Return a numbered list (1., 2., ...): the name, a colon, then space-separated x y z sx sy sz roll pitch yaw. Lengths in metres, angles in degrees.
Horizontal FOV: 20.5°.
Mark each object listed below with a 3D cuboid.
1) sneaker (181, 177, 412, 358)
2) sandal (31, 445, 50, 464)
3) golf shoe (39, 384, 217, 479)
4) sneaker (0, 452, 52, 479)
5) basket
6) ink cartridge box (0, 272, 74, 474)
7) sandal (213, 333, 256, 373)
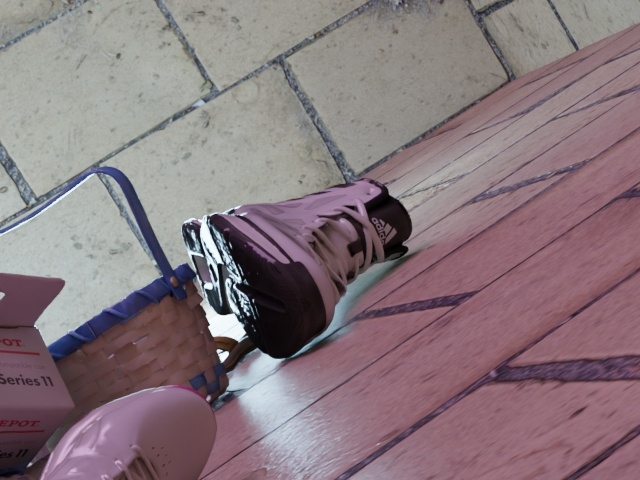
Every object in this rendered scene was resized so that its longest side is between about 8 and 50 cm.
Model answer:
1. sneaker: 0.000 -0.001 2.094 0.257 0.169 0.447 -22 12 -12
2. sandal: -0.293 0.200 2.236 0.265 0.102 0.076 -30 7 38
3. golf shoe: -0.176 0.220 1.331 0.306 0.115 0.140 -41 19 -29
4. sneaker: -0.352 0.265 1.744 0.296 0.131 0.112 -33 3 -42
5. basket: -0.259 0.094 1.964 0.254 0.289 0.201 -28 5 24
6. ink cartridge box: -0.400 0.189 1.813 0.207 0.119 0.353 6 -48 -45
7. sandal: -0.126 0.136 2.157 0.072 0.049 0.180 -27 6 41
